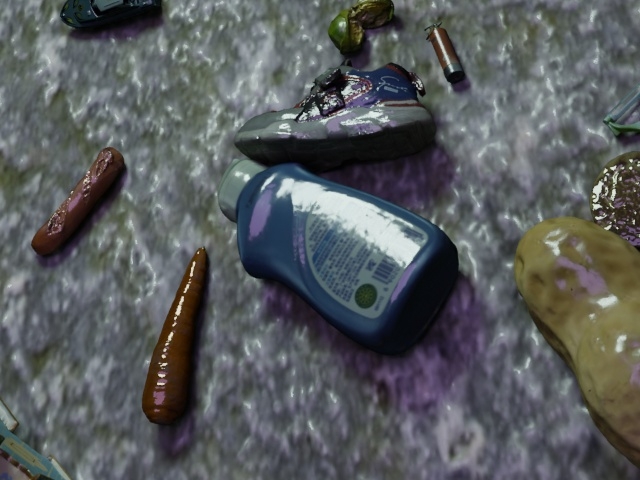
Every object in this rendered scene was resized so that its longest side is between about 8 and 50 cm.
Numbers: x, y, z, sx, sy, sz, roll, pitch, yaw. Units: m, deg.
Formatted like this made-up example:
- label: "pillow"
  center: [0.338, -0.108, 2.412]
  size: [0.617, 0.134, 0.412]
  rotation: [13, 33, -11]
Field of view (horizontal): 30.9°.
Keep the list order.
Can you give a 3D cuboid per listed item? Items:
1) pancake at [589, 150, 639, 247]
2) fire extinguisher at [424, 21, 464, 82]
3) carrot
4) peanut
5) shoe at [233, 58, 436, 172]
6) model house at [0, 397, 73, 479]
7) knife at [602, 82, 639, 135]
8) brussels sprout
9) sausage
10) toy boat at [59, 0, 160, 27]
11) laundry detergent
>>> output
- label: "pancake"
  center: [0.325, -0.042, 1.161]
  size: [0.115, 0.011, 0.115]
  rotation: [-8, 64, 17]
- label: "fire extinguisher"
  center: [0.138, -0.214, 1.308]
  size: [0.028, 0.022, 0.083]
  rotation: [-42, 53, 35]
- label: "carrot"
  center: [-0.154, 0.101, 1.268]
  size: [0.048, 0.048, 0.216]
  rotation: [-1, 62, 21]
- label: "peanut"
  center: [0.283, 0.100, 1.033]
  size: [0.147, 0.147, 0.319]
  rotation: [-35, 60, 3]
- label: "shoe"
  center: [0.013, -0.150, 1.278]
  size: [0.228, 0.099, 0.125]
  rotation: [-5, 73, 14]
- label: "model house"
  center: [-0.373, 0.260, 1.202]
  size: [0.206, 0.271, 0.178]
  rotation: [37, 80, -6]
- label: "knife"
  center: [0.369, -0.102, 1.164]
  size: [0.078, 0.022, 0.166]
  rotation: [-47, 58, -2]
- label: "brussels sprout"
  center: [0.046, -0.255, 1.353]
  size: [0.083, 0.046, 0.051]
  rotation: [-38, 55, -10]
- label: "sausage"
  center: [-0.291, -0.045, 1.391]
  size: [0.036, 0.042, 0.158]
  rotation: [39, 85, -7]
- label: "toy boat"
  center: [-0.276, -0.307, 1.493]
  size: [0.141, 0.060, 0.055]
  rotation: [-13, 87, 21]
- label: "laundry detergent"
  center: [0.000, 0.000, 1.229]
  size: [0.290, 0.094, 0.143]
  rotation: [30, 87, 33]
